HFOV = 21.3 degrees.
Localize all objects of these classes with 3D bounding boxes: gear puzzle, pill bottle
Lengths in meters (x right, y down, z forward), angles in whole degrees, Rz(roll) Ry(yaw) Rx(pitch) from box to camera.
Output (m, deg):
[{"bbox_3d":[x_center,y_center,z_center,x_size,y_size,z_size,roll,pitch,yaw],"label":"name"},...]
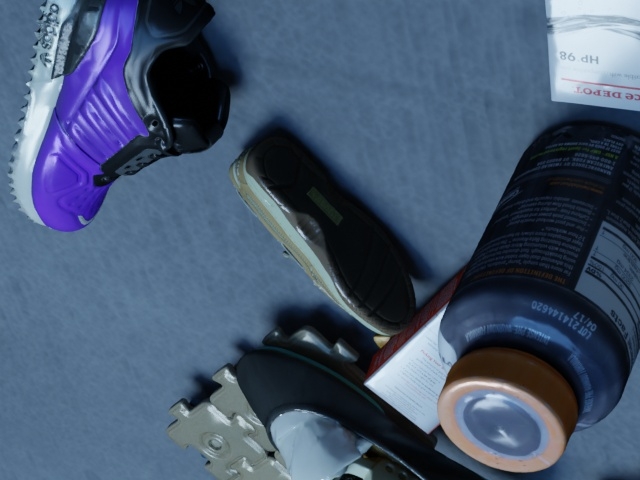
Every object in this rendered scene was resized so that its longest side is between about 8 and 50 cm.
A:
[{"bbox_3d":[0.008,0.141,1.497,0.175,0.044,0.339,42,134,-10],"label":"gear puzzle"},{"bbox_3d":[0.159,0.041,1.154,0.130,0.245,0.130,16,136,16],"label":"pill bottle"}]

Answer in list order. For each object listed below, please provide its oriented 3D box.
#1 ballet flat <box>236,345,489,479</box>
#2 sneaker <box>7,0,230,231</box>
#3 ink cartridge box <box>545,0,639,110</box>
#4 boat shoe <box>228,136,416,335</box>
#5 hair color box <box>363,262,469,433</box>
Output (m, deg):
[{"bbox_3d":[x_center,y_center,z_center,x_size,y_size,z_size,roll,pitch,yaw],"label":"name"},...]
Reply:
[{"bbox_3d":[0.041,0.190,1.420,0.280,0.096,0.095,31,134,1],"label":"ballet flat"},{"bbox_3d":[-0.148,-0.092,1.309,0.146,0.102,0.293,25,138,6],"label":"sneaker"},{"bbox_3d":[0.203,-0.142,1.091,0.104,0.060,0.180,9,134,22],"label":"ink cartridge box"},{"bbox_3d":[0.000,0.000,1.352,0.190,0.068,0.072,53,147,-9],"label":"boat shoe"},{"bbox_3d":[0.106,0.083,1.350,0.072,0.043,0.141,39,122,-9],"label":"hair color box"}]
